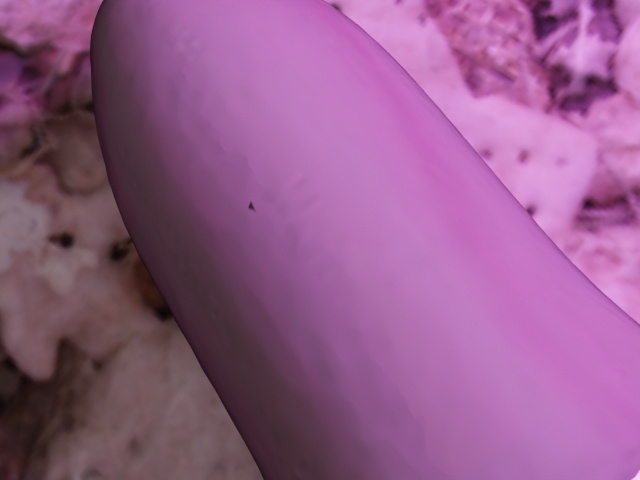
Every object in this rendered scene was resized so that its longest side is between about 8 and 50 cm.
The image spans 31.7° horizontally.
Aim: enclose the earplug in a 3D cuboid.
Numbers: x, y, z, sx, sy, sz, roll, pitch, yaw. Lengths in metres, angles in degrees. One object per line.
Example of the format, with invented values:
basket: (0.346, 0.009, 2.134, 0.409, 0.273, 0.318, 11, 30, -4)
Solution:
earplug: (0.000, 0.000, 0.449, 0.172, 0.172, 0.301, -36, 70, 1)
